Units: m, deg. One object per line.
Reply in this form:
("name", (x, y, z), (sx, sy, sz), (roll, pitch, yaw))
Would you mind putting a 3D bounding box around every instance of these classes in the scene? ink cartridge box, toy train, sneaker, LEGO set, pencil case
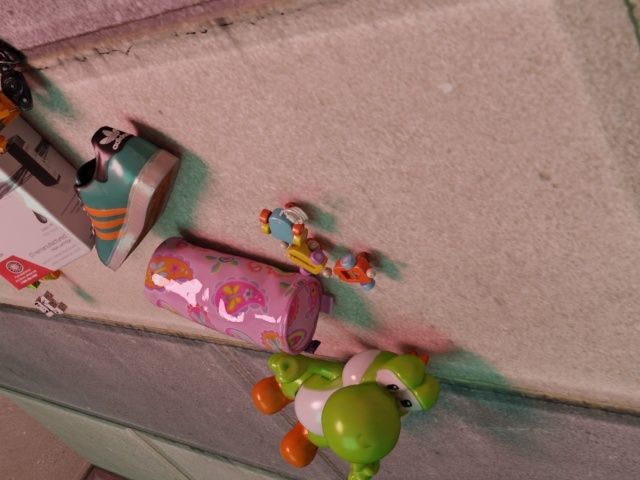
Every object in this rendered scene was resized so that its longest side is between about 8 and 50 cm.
("ink cartridge box", (-0.497, -0.074, 1.265), (0.197, 0.114, 0.273), (-24, 121, 31))
("toy train", (0.000, 0.000, 1.036), (0.125, 0.046, 0.166), (-7, 136, 47))
("sneaker", (-0.295, -0.063, 1.167), (0.121, 0.108, 0.302), (35, 143, -3))
("LEGO set", (-0.634, 0.068, 1.701), (0.227, 0.087, 0.093), (44, 134, -20))
("pencil case", (-0.128, 0.080, 1.210), (0.284, 0.124, 0.124), (14, 147, 28))

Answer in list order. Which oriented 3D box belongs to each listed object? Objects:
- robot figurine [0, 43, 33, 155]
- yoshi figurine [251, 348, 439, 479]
("robot figurine", (-0.529, -0.220, 1.064), (0.291, 0.211, 0.085), (45, 171, -15))
("yoshi figurine", (0.018, 0.258, 1.200), (0.204, 0.202, 0.362), (19, 153, -27))
